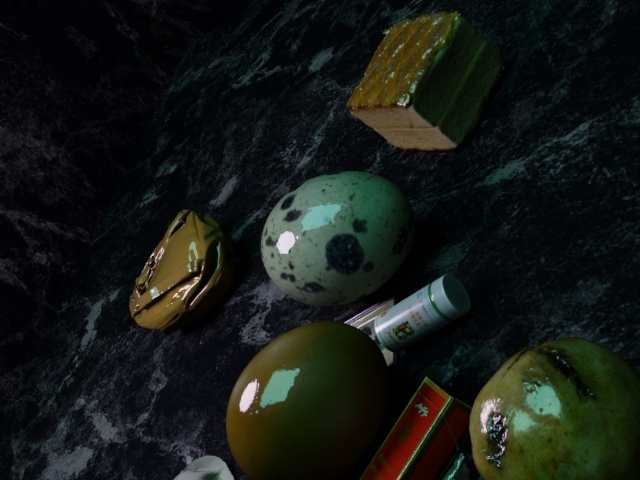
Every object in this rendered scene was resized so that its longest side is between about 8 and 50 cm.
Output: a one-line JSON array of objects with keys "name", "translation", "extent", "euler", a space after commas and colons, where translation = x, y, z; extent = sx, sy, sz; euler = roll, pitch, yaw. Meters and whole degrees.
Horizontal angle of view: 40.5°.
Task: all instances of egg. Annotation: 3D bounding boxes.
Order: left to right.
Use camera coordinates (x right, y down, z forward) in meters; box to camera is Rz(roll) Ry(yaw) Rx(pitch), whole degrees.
[{"name": "egg", "translation": [-0.022, 0.314, 1.649], "extent": [0.351, 0.282, 0.282], "euler": [-51, 28, 3]}, {"name": "egg", "translation": [0.036, -0.004, 1.897], "extent": [0.379, 0.287, 0.288], "euler": [-23, 41, 48]}]

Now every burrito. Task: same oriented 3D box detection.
[{"name": "burrito", "translation": [0.205, 0.424, 1.426], "extent": [0.042, 0.051, 0.171], "euler": [28, 82, 44]}]

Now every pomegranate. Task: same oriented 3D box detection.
[{"name": "pomegranate", "translation": [0.335, 0.261, 1.211], "extent": [0.260, 0.260, 0.260], "euler": [-38, 32, 30]}]

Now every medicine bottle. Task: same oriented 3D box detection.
[{"name": "medicine bottle", "translation": [0.197, 0.145, 1.701], "extent": [0.183, 0.086, 0.086], "euler": [-36, 33, 33]}]

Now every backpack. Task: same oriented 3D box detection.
[{"name": "backpack", "translation": [-0.401, 0.101, 2.560], "extent": [0.378, 0.201, 0.353], "euler": [-41, 32, 21]}]

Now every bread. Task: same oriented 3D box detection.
[{"name": "bread", "translation": [0.248, -0.370, 2.048], "extent": [0.279, 0.207, 0.279], "euler": [6, 64, 60]}]

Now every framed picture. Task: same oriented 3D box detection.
[{"name": "framed picture", "translation": [0.097, 0.220, 1.857], "extent": [0.199, 0.010, 0.195], "euler": [-34, 35, 35]}]

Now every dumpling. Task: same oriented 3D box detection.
[{"name": "dumpling", "translation": [-0.274, 0.592, 1.940], "extent": [0.172, 0.142, 0.247], "euler": [8, 54, 21]}]

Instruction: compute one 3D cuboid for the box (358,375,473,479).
[{"name": "box", "translation": [0.165, 0.364, 1.497], "extent": [0.240, 0.074, 0.153], "euler": [-57, 6, -1]}]
